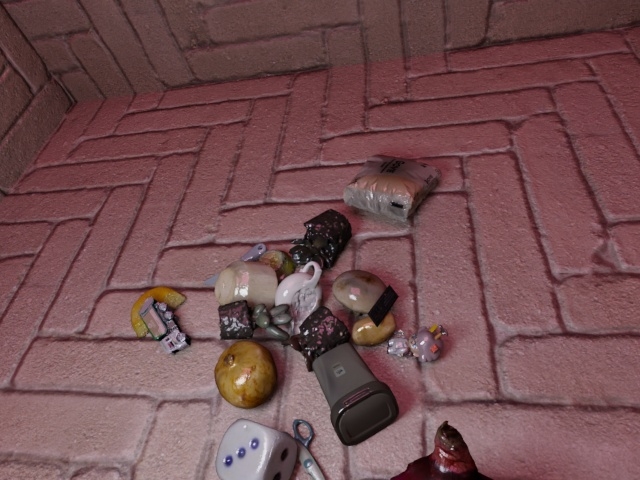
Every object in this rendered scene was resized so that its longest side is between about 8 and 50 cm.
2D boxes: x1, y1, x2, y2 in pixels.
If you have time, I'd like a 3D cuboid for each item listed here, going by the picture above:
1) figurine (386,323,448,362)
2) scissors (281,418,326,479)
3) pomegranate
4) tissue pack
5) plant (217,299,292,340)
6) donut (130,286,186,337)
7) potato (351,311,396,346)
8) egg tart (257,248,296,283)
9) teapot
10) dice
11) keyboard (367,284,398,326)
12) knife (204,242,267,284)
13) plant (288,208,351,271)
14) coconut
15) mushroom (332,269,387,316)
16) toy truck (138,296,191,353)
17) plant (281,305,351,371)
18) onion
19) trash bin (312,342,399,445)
[{"bbox_3d":[0.352,0.378,1.623,0.229,0.112,0.137,-12,40,22],"label":"figurine"},{"bbox_3d":[-0.040,0.728,1.477,0.138,0.041,0.289,-34,47,-12],"label":"scissors"},{"bbox_3d":[-0.269,0.478,1.619,0.248,0.248,0.248,-7,50,9],"label":"pomegranate"},{"bbox_3d":[0.331,-0.260,2.107,0.390,0.195,0.375,15,44,25],"label":"tissue pack"},{"bbox_3d":[-0.241,0.293,1.664,0.275,0.149,0.146,1,81,-8],"label":"plant"},{"bbox_3d":[-0.745,0.292,1.995,0.259,0.101,0.152,-45,49,-17],"label":"donut"},{"bbox_3d":[0.199,0.334,1.687,0.178,0.118,0.109,-22,68,0],"label":"potato"},{"bbox_3d":[-0.211,0.113,2.006,0.197,0.078,0.197,-8,52,10],"label":"egg tart"},{"bbox_3d":[-0.078,0.220,1.787,0.204,0.298,0.139,10,10,-28],"label":"teapot"},{"bbox_3d":[-0.201,0.690,1.433,0.193,0.194,0.191,6,61,33],"label":"dice"},{"bbox_3d":[0.235,0.240,1.667,0.010,0.063,0.198,-31,8,43],"label":"keyboard"},{"bbox_3d":[-0.385,0.125,2.072,0.331,0.044,0.080,-35,54,-7],"label":"knife"},{"bbox_3d":[0.000,0.000,1.966,0.199,0.188,0.276,32,62,27],"label":"plant"},{"bbox_3d":[-0.288,0.202,1.856,0.237,0.266,0.237,-15,71,50],"label":"coconut"},{"bbox_3d":[0.155,0.213,1.766,0.227,0.226,0.178,18,102,27],"label":"mushroom"},{"bbox_3d":[-0.641,0.349,1.856,0.124,0.114,0.253,-33,75,-12],"label":"toy truck"},{"bbox_3d":[-0.010,0.369,1.675,0.234,0.178,0.204,-38,56,-13],"label":"plant"},{"bbox_3d":[0.341,0.672,1.174,0.399,0.398,0.420,-3,85,12],"label":"onion"},{"bbox_3d":[0.104,0.506,1.522,0.220,0.219,0.250,-26,43,-9],"label":"trash bin"}]
